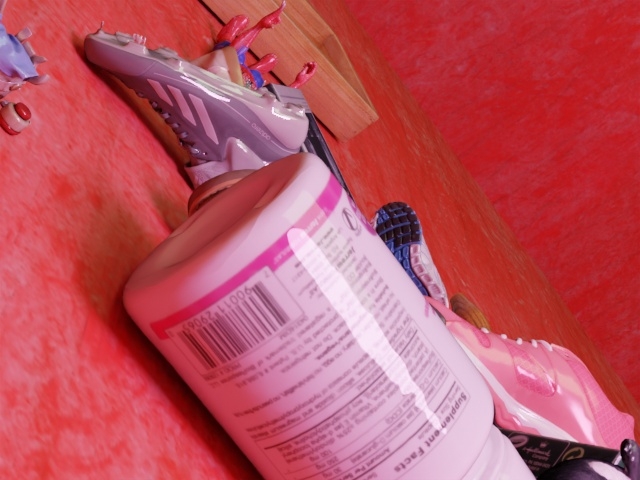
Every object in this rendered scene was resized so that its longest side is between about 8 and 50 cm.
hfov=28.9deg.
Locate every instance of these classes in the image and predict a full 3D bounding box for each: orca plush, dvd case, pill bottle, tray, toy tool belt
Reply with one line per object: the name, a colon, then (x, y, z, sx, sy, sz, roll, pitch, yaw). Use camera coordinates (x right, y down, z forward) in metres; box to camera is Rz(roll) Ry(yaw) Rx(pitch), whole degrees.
orca plush: (0.167, 0.221, 0.937, 0.287, 0.102, 0.151, -7, 108, -61)
dvd case: (0.008, -0.038, 1.206, 0.239, 0.029, 0.179, 63, 9, -1)
pill bottle: (0.014, 0.096, 0.827, 0.283, 0.160, 0.160, 53, 13, -15)
tray: (-0.076, -0.317, 1.697, 0.411, 0.076, 0.203, 42, 18, -48)
toy tool belt: (-0.202, -0.115, 0.799, 0.083, 0.051, 0.052, 55, 13, -5)

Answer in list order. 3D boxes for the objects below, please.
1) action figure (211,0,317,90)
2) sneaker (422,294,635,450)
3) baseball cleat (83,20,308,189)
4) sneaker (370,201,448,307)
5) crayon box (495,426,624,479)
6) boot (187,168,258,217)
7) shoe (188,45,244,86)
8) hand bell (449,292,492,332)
action figure: (-0.060, -0.201, 1.352, 0.091, 0.139, 0.280, 51, 16, -17)
sneaker: (0.202, 0.150, 1.297, 0.314, 0.116, 0.136, 42, 58, -7)
baseball cleat: (-0.113, -0.102, 1.051, 0.205, 0.109, 0.072, 21, 12, -14)
sneaker: (0.115, 0.041, 1.559, 0.083, 0.071, 0.191, 46, 24, -60)
crayon box: (0.281, 0.321, 1.205, 0.318, 0.081, 0.202, 52, -25, -22)
boot: (0.001, 0.060, 1.015, 0.305, 0.112, 0.115, 48, 26, -40)
shoe: (-0.084, -0.087, 1.165, 0.076, 0.058, 0.219, 106, -30, -56)
hand bell: (0.210, 0.159, 1.458, 0.126, 0.126, 0.242, 40, 20, -50)
